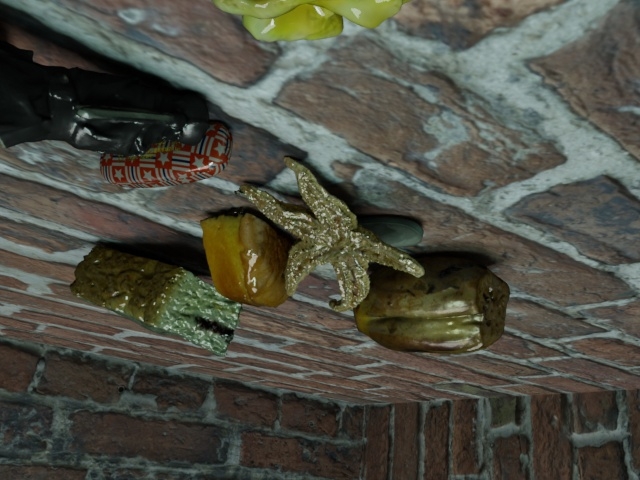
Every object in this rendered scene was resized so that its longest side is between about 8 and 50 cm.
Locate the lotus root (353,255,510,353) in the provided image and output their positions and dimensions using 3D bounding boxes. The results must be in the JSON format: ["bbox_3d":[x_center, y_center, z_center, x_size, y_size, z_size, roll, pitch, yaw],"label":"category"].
[{"bbox_3d":[0.187,0.118,1.116,0.291,0.193,0.193,-6,156,36],"label":"lotus root"}]

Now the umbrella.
[{"bbox_3d":[-0.274,-0.144,0.599,0.358,0.113,0.106,1,173,-35],"label":"umbrella"}]

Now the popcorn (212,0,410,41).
[{"bbox_3d":[-0.016,-0.210,0.315,0.218,0.189,0.169,20,152,-36],"label":"popcorn"}]

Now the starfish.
[{"bbox_3d":[0.002,-0.003,0.923,0.299,0.060,0.302,-10,127,44],"label":"starfish"}]

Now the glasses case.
[{"bbox_3d":[-0.206,-0.109,0.775,0.195,0.073,0.049,-4,162,23],"label":"glasses case"}]

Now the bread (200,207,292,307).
[{"bbox_3d":[-0.117,0.052,1.078,0.129,0.133,0.260,-2,157,21],"label":"bread"}]

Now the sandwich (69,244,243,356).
[{"bbox_3d":[-0.298,0.129,1.220,0.326,0.131,0.262,13,165,30],"label":"sandwich"}]

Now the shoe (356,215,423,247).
[{"bbox_3d":[0.068,0.005,0.989,0.195,0.078,0.079,6,158,9],"label":"shoe"}]
